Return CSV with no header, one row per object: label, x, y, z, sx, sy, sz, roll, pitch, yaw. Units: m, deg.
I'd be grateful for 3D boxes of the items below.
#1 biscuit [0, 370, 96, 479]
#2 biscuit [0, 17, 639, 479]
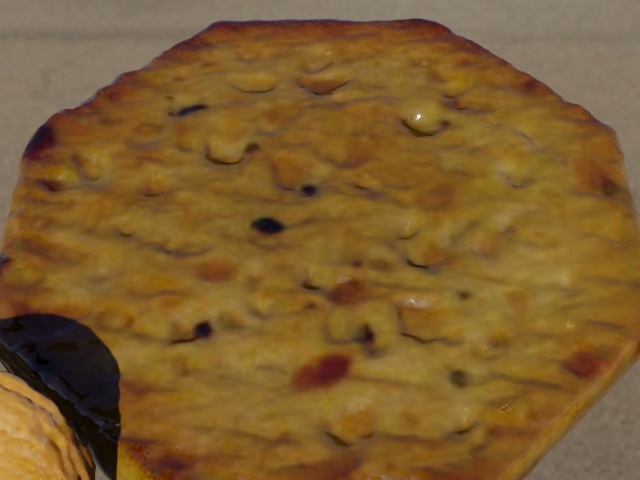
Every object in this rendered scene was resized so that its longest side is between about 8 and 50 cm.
biscuit,-0.212,0.166,0.615,0.205,0.324,0.049,37,34,-14
biscuit,0.000,0.000,0.694,0.359,0.046,0.359,1,49,-1
